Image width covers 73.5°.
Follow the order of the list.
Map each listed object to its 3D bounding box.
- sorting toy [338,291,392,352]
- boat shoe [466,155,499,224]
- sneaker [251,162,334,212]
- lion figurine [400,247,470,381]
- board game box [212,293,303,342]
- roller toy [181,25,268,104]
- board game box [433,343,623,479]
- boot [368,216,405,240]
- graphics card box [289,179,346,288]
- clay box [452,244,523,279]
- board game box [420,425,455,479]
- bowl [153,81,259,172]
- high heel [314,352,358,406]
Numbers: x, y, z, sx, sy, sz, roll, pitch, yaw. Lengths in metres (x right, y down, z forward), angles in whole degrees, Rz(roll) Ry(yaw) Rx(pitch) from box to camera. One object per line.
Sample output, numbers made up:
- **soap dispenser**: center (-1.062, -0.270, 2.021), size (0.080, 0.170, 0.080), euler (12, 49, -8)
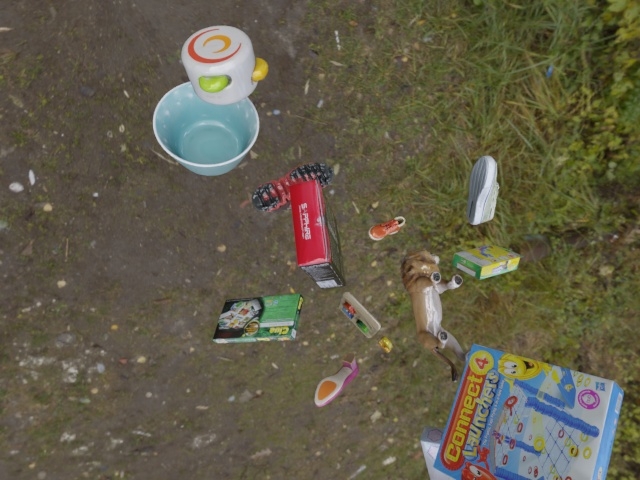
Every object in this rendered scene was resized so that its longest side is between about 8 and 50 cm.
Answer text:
- **sorting toy**: center (0.194, 0.366, 1.863), size (0.041, 0.307, 0.229), euler (-40, 166, -18)
- **boat shoe**: center (0.637, -0.196, 1.658), size (0.094, 0.109, 0.302), euler (-11, 133, -8)
- **sneaker**: center (-0.083, -0.167, 1.381), size (0.276, 0.135, 0.098), euler (-24, 83, 3)
- **lion figurine**: center (0.332, 0.211, 1.301), size (0.142, 0.240, 0.392), euler (3, 79, -17)
- **board game box**: center (-0.179, 0.223, 1.222), size (0.259, 0.136, 0.030), euler (-8, 136, 25)
- **roller toy**: center (-0.272, -0.481, 1.189), size (0.209, 0.191, 0.146), euler (-41, 156, -18)
- **board game box**: center (0.437, 0.412, 0.923), size (0.086, 0.302, 0.308), euler (36, 70, -36)
- **boot**: center (0.252, -0.051, 1.627), size (0.157, 0.059, 0.084), euler (-20, 165, -34)
- **graphics card box**: center (0.000, 0.000, 1.280), size (0.094, 0.233, 0.371), euler (-10, 163, 8)
- **clay box**: center (0.587, 0.070, 1.497), size (0.222, 0.127, 0.053), euler (-9, 115, -29)
- **board game box**: center (0.492, 0.727, 1.302), size (0.066, 0.317, 0.319), euler (-44, 122, -53)
- **bowl**: center (-0.352, -0.331, 1.361), size (0.311, 0.312, 0.163), euler (-18, 163, -15)
- **high heel**: center (0.061, 0.524, 1.548), size (0.244, 0.082, 0.117), euler (-49, 141, -43)
